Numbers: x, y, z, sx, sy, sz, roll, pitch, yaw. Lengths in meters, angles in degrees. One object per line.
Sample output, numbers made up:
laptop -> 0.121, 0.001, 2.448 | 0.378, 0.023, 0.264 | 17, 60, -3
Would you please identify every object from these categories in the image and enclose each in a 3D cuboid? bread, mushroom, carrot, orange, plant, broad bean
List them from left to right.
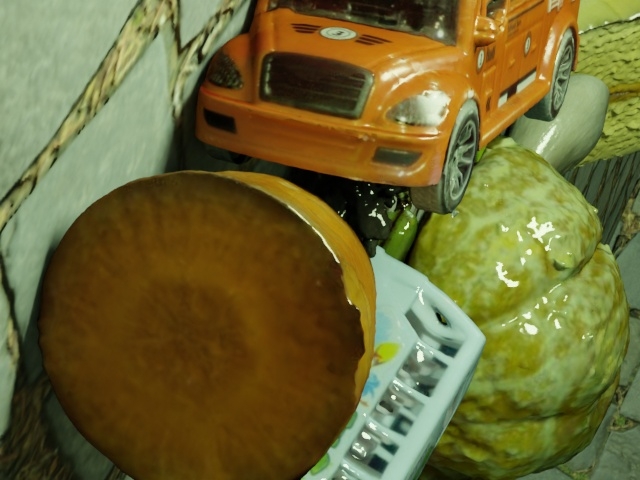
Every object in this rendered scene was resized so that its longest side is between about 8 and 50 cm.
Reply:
carrot -> -0.027, 0.031, 0.816 | 0.225, 0.159, 0.159 | -27, 138, -71
plant -> 0.000, 0.000, 1.032 | 0.174, 0.085, 0.087 | -58, 139, -14
broad bean -> 0.042, 0.062, 1.335 | 0.069, 0.039, 0.227 | -47, 155, -67
orange -> 0.180, 0.105, 1.533 | 0.271, 0.210, 0.369 | -27, 141, -34
mushroom -> 0.233, -0.088, 1.684 | 0.225, 0.093, 0.116 | -59, 176, -35
bread -> 0.338, -0.201, 1.878 | 0.266, 0.178, 0.142 | 95, -8, -57

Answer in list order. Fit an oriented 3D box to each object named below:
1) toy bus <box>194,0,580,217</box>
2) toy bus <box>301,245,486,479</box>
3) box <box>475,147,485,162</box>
toy bus -> 0.055, -0.127, 0.911 | 0.329, 0.143, 0.153 | -37, 137, -61
toy bus -> -0.003, 0.149, 1.109 | 0.330, 0.136, 0.109 | -54, 163, -38
box -> 0.147, -0.219, 1.272 | 0.187, 0.047, 0.335 | -61, 165, -21
